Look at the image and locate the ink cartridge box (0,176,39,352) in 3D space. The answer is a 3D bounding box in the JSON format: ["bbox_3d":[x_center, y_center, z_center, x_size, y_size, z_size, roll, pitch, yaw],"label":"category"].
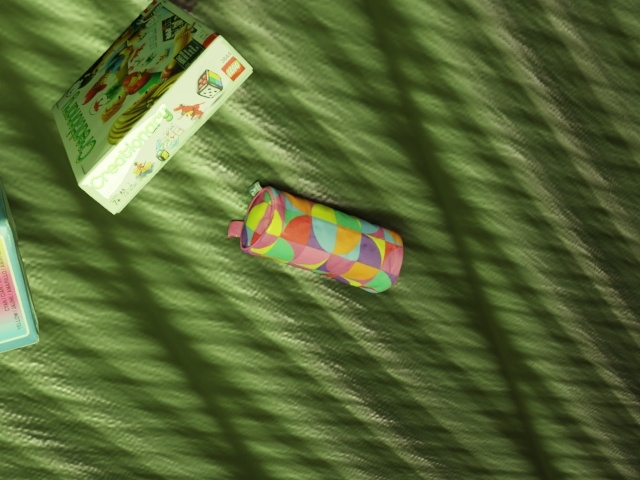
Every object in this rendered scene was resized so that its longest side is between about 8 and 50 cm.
[{"bbox_3d":[-0.516,0.044,0.961,0.395,0.270,0.151,-16,116,-17],"label":"ink cartridge box"}]

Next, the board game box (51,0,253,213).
[{"bbox_3d":[-0.192,-0.159,0.991,0.193,0.305,0.053,-47,119,1],"label":"board game box"}]

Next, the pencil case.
[{"bbox_3d":[0.000,0.000,1.272,0.236,0.104,0.104,20,104,-27],"label":"pencil case"}]
